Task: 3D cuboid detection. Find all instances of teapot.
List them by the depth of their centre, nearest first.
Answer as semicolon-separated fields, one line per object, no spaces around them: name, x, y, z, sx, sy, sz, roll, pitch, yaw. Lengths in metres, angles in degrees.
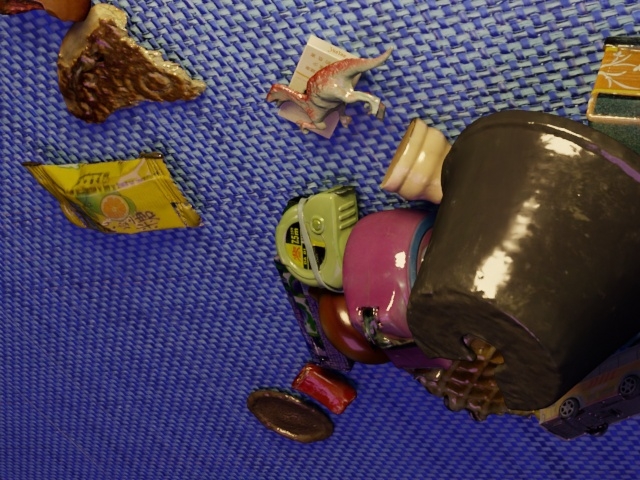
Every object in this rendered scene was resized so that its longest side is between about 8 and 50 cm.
teapot;0.089;0.147;2.022;0.252;0.178;0.135;40;144;-3

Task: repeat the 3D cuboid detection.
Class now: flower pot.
flower pot;0.264;0.046;1.502;0.379;0.251;0.379;30;149;20

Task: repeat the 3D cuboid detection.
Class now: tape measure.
tape measure;0.127;0.074;1.861;0.149;0.245;0.231;-4;151;33
tape measure;0.000;0.000;1.940;0.154;0.087;0.177;2;106;37

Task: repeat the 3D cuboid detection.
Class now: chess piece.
chess piece;0.290;-0.045;1.739;0.397;0.117;0.117;25;144;-3

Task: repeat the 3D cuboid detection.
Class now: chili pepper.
chili pepper;0.010;0.294;2.352;0.123;0.073;0.070;33;-175;-7

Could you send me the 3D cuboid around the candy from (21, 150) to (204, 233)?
candy;-0.365;-0.081;2.089;0.297;0.081;0.187;0;139;30

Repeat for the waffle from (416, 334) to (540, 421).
waffle;0.317;0.222;2.084;0.317;0.073;0.297;-17;133;33

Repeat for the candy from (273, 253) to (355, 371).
candy;-0.004;0.119;2.148;0.088;0.061;0.312;8;140;23

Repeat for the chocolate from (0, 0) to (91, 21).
chocolate;-0.399;-0.362;1.730;0.133;0.124;0.127;14;130;-18

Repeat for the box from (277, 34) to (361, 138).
box;0.000;-0.223;1.751;0.090;0.024;0.167;25;144;-3

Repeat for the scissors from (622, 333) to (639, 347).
scissors;0.534;0.117;1.859;0.125;0.030;0.256;24;146;-1

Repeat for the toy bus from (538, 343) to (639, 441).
toy bus;0.476;0.242;1.927;0.092;0.106;0.268;31;138;-28

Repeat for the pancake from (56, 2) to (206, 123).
pancake;-0.296;-0.261;1.870;0.244;0.057;0.266;14;148;0

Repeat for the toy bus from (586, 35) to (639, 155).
toy bus;0.424;-0.110;1.528;0.138;0.167;0.275;7;141;23

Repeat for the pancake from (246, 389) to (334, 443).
pancake;-0.066;0.377;2.537;0.199;0.021;0.199;16;144;12

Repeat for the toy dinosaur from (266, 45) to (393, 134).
toy dinosaur;0.023;-0.220;1.673;0.167;0.053;0.242;31;151;-1
